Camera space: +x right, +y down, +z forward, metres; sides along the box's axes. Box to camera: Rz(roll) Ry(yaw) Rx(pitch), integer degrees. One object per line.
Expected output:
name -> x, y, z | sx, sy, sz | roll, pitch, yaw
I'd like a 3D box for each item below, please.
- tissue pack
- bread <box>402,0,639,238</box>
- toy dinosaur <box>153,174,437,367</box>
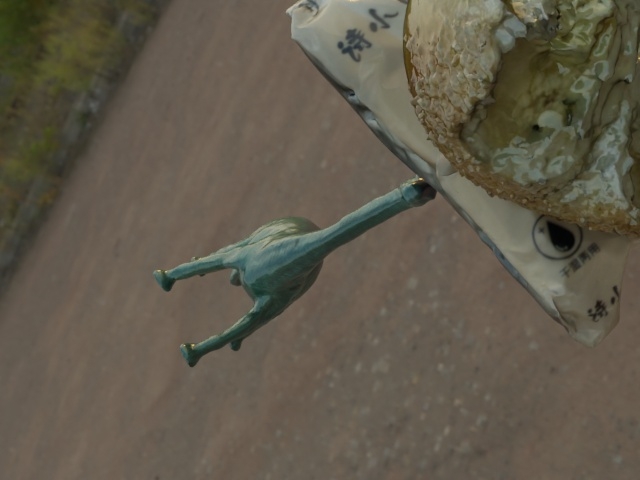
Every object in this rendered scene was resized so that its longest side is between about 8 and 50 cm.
tissue pack -> 0.212, -0.140, 1.116 | 0.375, 0.390, 0.195 | -35, -15, -28
bread -> 0.156, -0.106, 0.864 | 0.192, 0.314, 0.171 | 14, 86, 48
toy dinosaur -> 0.000, 0.000, 1.356 | 0.330, 0.129, 0.383 | -30, 3, 12
